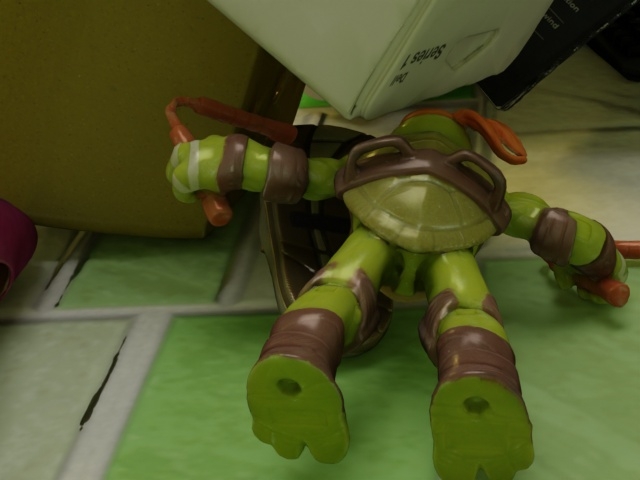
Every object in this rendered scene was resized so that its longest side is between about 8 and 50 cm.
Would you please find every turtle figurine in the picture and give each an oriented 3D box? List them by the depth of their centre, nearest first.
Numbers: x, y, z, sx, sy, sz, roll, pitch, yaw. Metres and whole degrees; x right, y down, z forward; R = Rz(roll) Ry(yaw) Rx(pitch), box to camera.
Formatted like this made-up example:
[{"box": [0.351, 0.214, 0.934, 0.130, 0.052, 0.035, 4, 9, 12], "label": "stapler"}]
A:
[{"box": [0.053, 0.003, 0.632, 0.269, 0.087, 0.217, 17, 38, -4], "label": "turtle figurine"}]

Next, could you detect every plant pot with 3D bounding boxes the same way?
[{"box": [-0.106, -0.120, 0.814, 0.187, 0.212, 0.212, 24, 30, 8], "label": "plant pot"}]

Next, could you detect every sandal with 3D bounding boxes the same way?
[{"box": [0.000, 0.000, 0.726, 0.072, 0.049, 0.180, 12, 38, -11], "label": "sandal"}]

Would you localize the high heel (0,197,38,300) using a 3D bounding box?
[{"box": [-0.165, 0.051, 0.668, 0.117, 0.082, 0.244, 42, 16, 3], "label": "high heel"}]

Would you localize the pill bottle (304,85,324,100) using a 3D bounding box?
[{"box": [0.049, -0.149, 0.976, 0.087, 0.087, 0.160, 17, 34, 41], "label": "pill bottle"}]

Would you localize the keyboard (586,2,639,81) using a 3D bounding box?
[{"box": [0.330, -0.175, 1.028, 0.317, 0.033, 0.201, -9, 25, -7], "label": "keyboard"}]

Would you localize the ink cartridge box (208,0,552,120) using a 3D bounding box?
[{"box": [-0.016, -0.199, 0.708, 0.278, 0.117, 0.201, 41, 29, 12], "label": "ink cartridge box"}]

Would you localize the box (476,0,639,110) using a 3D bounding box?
[{"box": [0.217, -0.286, 0.876, 0.312, 0.179, 0.343, -37, 5, 39], "label": "box"}]
